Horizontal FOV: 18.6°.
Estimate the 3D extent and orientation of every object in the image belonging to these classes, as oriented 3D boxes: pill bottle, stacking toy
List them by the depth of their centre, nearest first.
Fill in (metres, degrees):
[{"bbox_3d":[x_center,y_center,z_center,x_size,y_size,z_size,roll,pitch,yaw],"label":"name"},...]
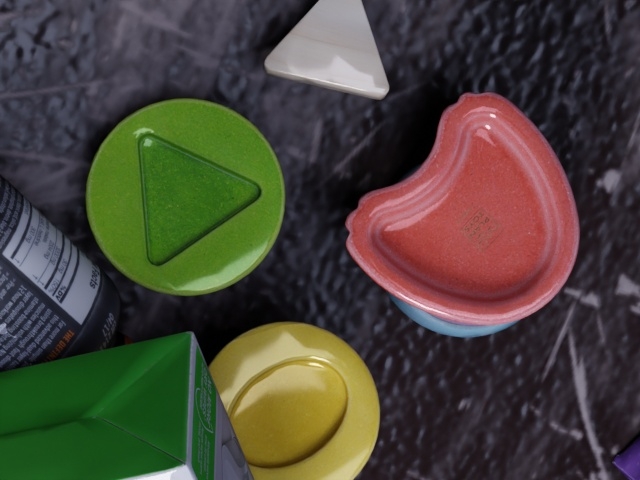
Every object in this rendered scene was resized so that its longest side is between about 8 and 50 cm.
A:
[{"bbox_3d":[-0.217,0.034,1.240,0.130,0.130,0.245,-45,114,-1],"label":"pill bottle"},{"bbox_3d":[0.000,0.000,1.343,0.309,0.130,0.279,-37,88,-7],"label":"stacking toy"}]

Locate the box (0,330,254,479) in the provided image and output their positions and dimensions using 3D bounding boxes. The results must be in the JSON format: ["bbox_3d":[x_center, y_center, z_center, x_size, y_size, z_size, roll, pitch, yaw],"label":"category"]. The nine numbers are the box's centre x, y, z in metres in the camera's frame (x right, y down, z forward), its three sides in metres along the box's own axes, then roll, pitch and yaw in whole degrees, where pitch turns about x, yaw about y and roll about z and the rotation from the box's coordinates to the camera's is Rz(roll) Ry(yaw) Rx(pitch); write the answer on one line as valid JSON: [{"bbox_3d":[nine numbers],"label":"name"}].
[{"bbox_3d":[-0.169,0.200,1.209,0.262,0.126,0.231,-12,127,8],"label":"box"}]

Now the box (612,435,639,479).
[{"bbox_3d":[0.393,0.201,1.531,0.201,0.057,0.293,-45,114,-1],"label":"box"}]
